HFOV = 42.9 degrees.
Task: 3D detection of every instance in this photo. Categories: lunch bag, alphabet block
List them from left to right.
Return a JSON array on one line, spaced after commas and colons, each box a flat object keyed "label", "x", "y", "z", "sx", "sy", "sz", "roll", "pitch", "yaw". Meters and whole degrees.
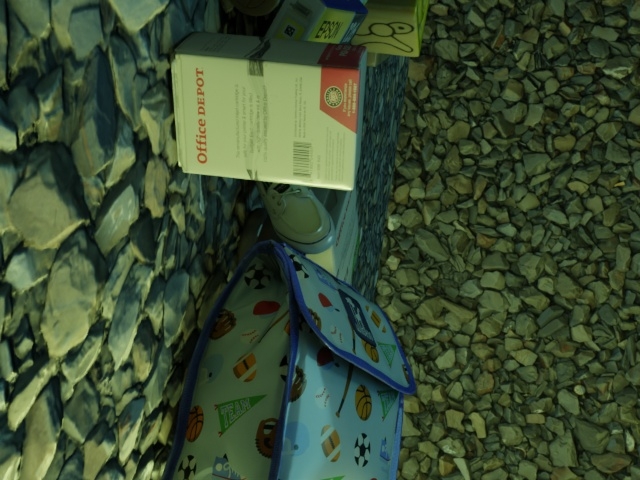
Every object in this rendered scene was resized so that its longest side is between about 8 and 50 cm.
[{"label": "lunch bag", "x": -0.022, "y": 0.227, "z": 1.219, "sx": 0.328, "sy": 0.239, "sz": 0.385, "roll": 36, "pitch": 57, "yaw": -49}, {"label": "alphabet block", "x": 0.118, "y": -0.509, "z": 1.670, "sx": 0.192, "sy": 0.197, "sz": 0.193, "roll": 61, "pitch": 39, "yaw": -73}]

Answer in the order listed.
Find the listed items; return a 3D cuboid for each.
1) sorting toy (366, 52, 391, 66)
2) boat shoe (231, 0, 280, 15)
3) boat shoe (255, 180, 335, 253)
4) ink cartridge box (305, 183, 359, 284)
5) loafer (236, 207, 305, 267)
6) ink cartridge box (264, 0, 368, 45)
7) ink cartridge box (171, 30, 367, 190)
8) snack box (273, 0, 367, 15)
[{"label": "sorting toy", "x": 0.121, "y": -0.560, "z": 1.930, "sx": 0.255, "sy": 0.089, "sz": 0.257, "roll": -54, "pitch": 151, "yaw": -67}, {"label": "boat shoe", "x": -0.069, "y": -0.429, "z": 1.028, "sx": 0.096, "sy": 0.098, "sz": 0.277, "roll": -56, "pitch": 151, "yaw": -64}, {"label": "boat shoe", "x": -0.055, "y": -0.064, "z": 1.264, "sx": 0.083, "sy": 0.226, "sz": 0.076, "roll": -34, "pitch": 135, "yaw": -10}, {"label": "ink cartridge box", "x": 0.000, "y": 0.000, "z": 1.664, "sx": 0.289, "sy": 0.121, "sz": 0.211, "roll": 83, "pitch": 19, "yaw": -54}, {"label": "loafer", "x": -0.071, "y": 0.126, "z": 1.379, "sx": 0.134, "sy": 0.130, "sz": 0.366, "roll": -64, "pitch": 160, "yaw": -57}, {"label": "ink cartridge box", "x": -0.014, "y": -0.290, "z": 1.191, "sx": 0.307, "sy": 0.072, "sz": 0.303, "roll": -55, "pitch": 177, "yaw": 20}, {"label": "ink cartridge box", "x": -0.059, "y": -0.157, "z": 0.981, "sx": 0.092, "sy": 0.218, "sz": 0.158, "roll": -74, "pitch": 168, "yaw": -58}, {"label": "snack box", "x": 0.006, "y": -0.409, "z": 1.371, "sx": 0.174, "sy": 0.070, "sz": 0.207, "roll": -58, "pitch": 167, "yaw": -7}]
